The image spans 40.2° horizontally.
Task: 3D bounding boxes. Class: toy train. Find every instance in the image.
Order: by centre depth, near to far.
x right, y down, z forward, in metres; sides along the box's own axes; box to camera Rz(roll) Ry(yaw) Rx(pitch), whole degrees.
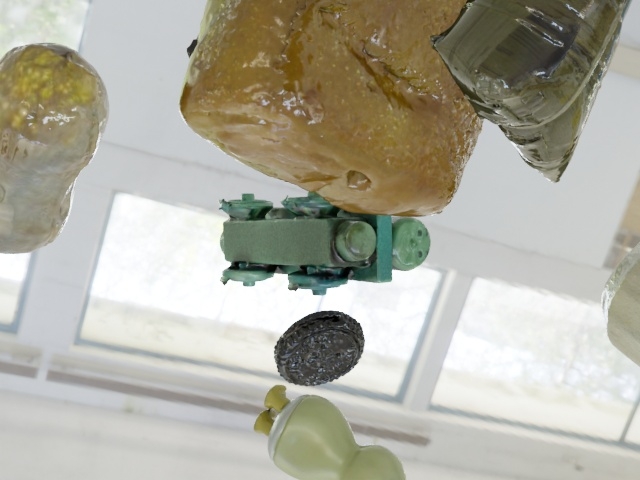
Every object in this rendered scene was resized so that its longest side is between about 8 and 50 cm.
[{"bbox_3d":[0.000,0.000,1.082,0.194,0.120,0.298,-1,-178,-34],"label":"toy train"}]

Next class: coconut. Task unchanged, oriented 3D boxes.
[{"bbox_3d":[0.561,0.111,1.278,0.237,0.237,0.266,7,-152,-39],"label":"coconut"}]

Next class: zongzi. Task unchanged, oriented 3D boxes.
[{"bbox_3d":[0.173,-0.139,0.551,0.081,0.189,0.178,41,-174,39],"label":"zongzi"}]

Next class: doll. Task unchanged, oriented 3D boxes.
[{"bbox_3d":[0.024,0.345,1.412,0.296,0.141,0.117,28,-172,16],"label":"doll"}]

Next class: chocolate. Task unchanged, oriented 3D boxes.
[{"bbox_3d":[-0.305,-0.082,0.909,0.134,0.309,0.134,20,-131,-25],"label":"chocolate"}]

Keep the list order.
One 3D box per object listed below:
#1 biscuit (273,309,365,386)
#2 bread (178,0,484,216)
[{"bbox_3d":[-0.001,0.217,1.744,0.195,0.194,0.053,10,-144,-29],"label":"biscuit"},{"bbox_3d":[0.060,-0.195,0.811,0.328,0.337,0.148,25,171,-38],"label":"bread"}]
